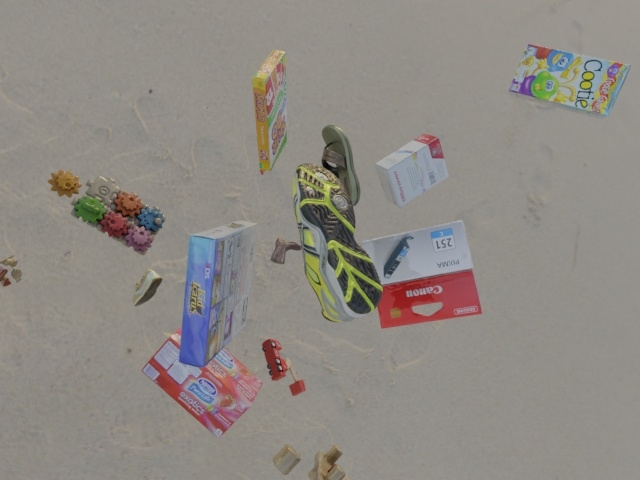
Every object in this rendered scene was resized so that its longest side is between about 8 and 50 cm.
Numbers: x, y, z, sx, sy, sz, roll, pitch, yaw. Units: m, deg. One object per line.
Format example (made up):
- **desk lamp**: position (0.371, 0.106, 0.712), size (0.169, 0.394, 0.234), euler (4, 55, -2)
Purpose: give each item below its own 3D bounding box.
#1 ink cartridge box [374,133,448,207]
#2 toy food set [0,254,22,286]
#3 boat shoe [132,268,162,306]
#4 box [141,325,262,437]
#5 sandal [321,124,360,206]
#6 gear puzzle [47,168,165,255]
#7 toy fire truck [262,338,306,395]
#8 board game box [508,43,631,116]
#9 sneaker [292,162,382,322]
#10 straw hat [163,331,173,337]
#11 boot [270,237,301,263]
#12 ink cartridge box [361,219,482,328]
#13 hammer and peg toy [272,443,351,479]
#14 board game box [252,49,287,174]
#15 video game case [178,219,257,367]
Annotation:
- **ink cartridge box**: position (0.251, -0.193, 1.229), size (0.175, 0.072, 0.127), euler (-32, 124, -10)
- **toy food set**: position (-0.911, 0.089, 1.290), size (0.019, 0.122, 0.078), euler (35, 41, 11)
- **boat shoe**: position (-0.450, 0.120, 1.145), size (0.045, 0.135, 0.050), euler (52, 31, 11)
- **box**: position (-0.288, 0.338, 1.109), size (0.257, 0.128, 0.122), euler (41, 15, -1)
- **sandal**: position (0.054, -0.253, 1.478), size (0.086, 0.120, 0.302), euler (-9, 71, -18)
- **gear puzzle**: position (-0.635, -0.109, 1.339), size (0.339, 0.044, 0.175), euler (35, 52, -24)
- **toy fire truck**: position (-0.129, 0.441, 1.558), size (0.135, 0.047, 0.192), euler (31, 31, -54)
- **board game box**: position (0.726, -0.470, 1.323), size (0.276, 0.141, 0.144), euler (23, 19, 20)
- **sneaker**: position (0.000, 0.000, 0.987), size (0.145, 0.147, 0.384), euler (3, 59, -35)
- **straw hat**: position (-0.364, 0.270, 1.252), size (0.145, 0.144, 0.061), euler (36, 75, -11)
- **boot**: position (-0.129, 0.052, 1.677), size (0.107, 0.037, 0.114), euler (17, 44, -8)
- **ink cartridge box**: position (0.283, 0.102, 1.269), size (0.066, 0.297, 0.260), euler (22, 57, -67)
- **hammer and peg toy**: position (0.043, 0.683, 1.263), size (0.361, 0.266, 0.127), euler (42, 84, 7)
- **board game box**: position (-0.110, -0.277, 1.007), size (0.039, 0.259, 0.124), euler (16, 51, 7)
- **video game case**: position (-0.219, 0.102, 0.983), size (0.061, 0.269, 0.244), euler (10, 11, 8)
